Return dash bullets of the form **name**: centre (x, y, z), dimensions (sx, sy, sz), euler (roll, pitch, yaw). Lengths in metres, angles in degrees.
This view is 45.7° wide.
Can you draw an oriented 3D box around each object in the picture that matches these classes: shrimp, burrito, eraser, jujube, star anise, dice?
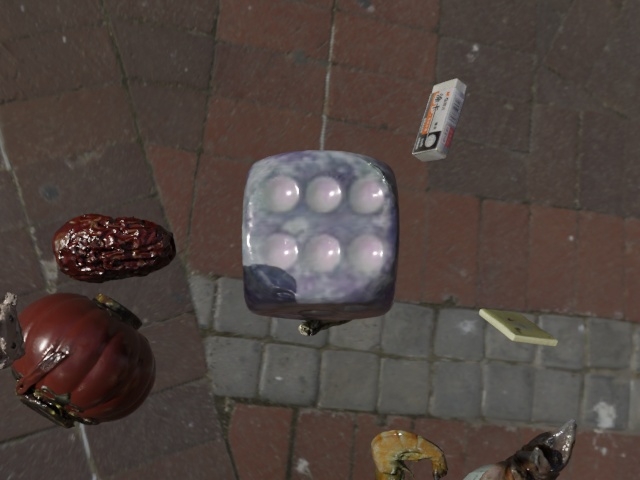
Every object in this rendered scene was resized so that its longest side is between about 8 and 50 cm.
- **shrimp**: centre (0.199, 0.528, 1.695), dimensions (0.169, 0.295, 0.058), euler (7, 37, 16)
- **burrito**: centre (0.047, 0.144, 1.587), dimensions (0.230, 0.063, 0.058), euler (-16, 47, -36)
- **eraser**: centre (0.176, -0.176, 1.117), dimensions (0.029, 0.052, 0.122), euler (30, 70, -32)
- **jujube**: centre (-0.285, 0.008, 1.047), dimensions (0.166, 0.104, 0.104), euler (-8, 85, 0)
- **star anise**: centre (0.294, 0.330, 1.086), dimensions (0.195, 0.182, 0.065), euler (-13, 55, -24)
- **dice**: centre (0.000, 0.000, 1.381), dimensions (0.271, 0.271, 0.269), euler (1, 77, -1)

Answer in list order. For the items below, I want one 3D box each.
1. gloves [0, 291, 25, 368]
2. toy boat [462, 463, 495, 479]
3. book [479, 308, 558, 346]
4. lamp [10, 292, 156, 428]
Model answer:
- **gloves**: centre (-0.507, 0.144, 1.141), dimensions (0.144, 0.094, 0.110), euler (-20, 105, -57)
- **toy boat**: centre (0.248, 0.485, 1.322), dimensions (0.261, 0.078, 0.085), euler (-27, 90, -44)
- **book**: centre (0.304, 0.133, 1.171), dimensions (0.077, 0.111, 0.014), euler (8, 103, -18)
- **lamp**: centre (-0.480, 0.239, 1.531), dimensions (0.303, 0.303, 0.257), euler (35, 64, -9)
